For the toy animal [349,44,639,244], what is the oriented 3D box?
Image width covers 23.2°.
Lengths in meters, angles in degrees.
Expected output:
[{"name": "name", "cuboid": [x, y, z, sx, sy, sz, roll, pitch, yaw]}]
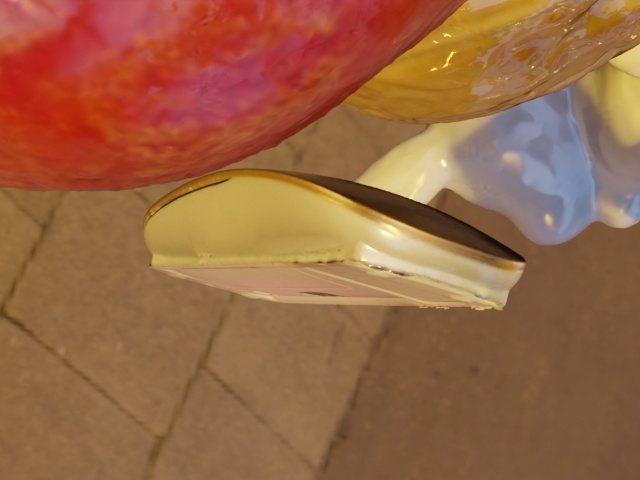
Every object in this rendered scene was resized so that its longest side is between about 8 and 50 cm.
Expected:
[{"name": "toy animal", "cuboid": [0.192, -0.114, 1.343, 0.241, 0.367, 0.196, 44, 43, -56]}]

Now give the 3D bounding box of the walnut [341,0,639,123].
[{"name": "walnut", "cuboid": [0.078, -0.205, 0.728, 0.313, 0.252, 0.277, -39, 107, 7]}]

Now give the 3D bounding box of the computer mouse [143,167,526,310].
[{"name": "computer mouse", "cuboid": [0.000, 0.000, 0.803, 0.126, 0.245, 0.056, 18, 78, -29]}]

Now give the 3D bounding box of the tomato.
[{"name": "tomato", "cuboid": [-0.086, -0.104, 0.463, 0.309, 0.309, 0.170, 63, 34, -45]}]
